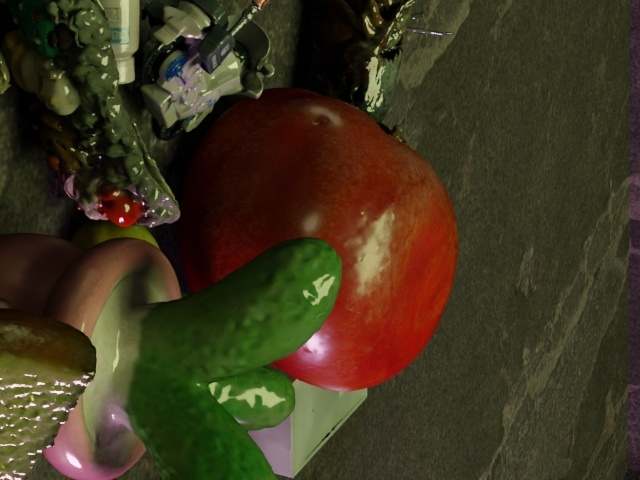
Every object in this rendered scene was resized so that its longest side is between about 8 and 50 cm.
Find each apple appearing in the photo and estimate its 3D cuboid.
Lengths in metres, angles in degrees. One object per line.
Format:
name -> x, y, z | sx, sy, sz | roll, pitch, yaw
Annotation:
apple -> -0.310, 0.164, 1.195 | 0.346, 0.179, 0.254 | -53, 169, 26

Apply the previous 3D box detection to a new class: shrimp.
shrimp -> 0.073, -0.296, 1.942 | 0.172, 0.137, 0.372 | 15, 95, -57

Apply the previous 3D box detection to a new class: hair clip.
hair clip -> -0.217, -0.115, 1.429 | 0.091, 0.138, 0.321 | -36, 142, -15

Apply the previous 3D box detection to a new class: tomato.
tomato -> 0.000, 0.000, 1.765 | 0.290, 0.293, 0.325 | -57, 157, -12

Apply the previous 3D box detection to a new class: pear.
pear -> -0.201, 0.013, 1.554 | 0.092, 0.092, 0.097 | 72, 0, -48

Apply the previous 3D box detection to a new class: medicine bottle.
medicine bottle -> -0.195, -0.193, 1.506 | 0.052, 0.052, 0.089 | -32, 129, -58

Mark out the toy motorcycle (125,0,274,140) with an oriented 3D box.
toy motorcycle -> -0.118, -0.182, 1.605 | 0.150, 0.102, 0.221 | -45, 167, -11

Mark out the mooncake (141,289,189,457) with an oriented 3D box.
mooncake -> -0.187, 0.126, 1.609 | 0.175, 0.104, 0.169 | 0, 104, -63

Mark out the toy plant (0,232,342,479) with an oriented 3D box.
toy plant -> -0.161, 0.131, 1.374 | 0.210, 0.356, 0.317 | 28, 74, -73

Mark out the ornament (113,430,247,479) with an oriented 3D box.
ornament -> -0.158, 0.246, 1.756 | 0.236, 0.080, 0.202 | -8, 111, -65

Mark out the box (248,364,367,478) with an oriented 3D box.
box -> -0.023, 0.179, 2.017 | 0.225, 0.086, 0.130 | -39, 134, -55

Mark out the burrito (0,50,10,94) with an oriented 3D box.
burrito -> -0.295, -0.169, 1.304 | 0.171, 0.042, 0.051 | 69, 10, -58
